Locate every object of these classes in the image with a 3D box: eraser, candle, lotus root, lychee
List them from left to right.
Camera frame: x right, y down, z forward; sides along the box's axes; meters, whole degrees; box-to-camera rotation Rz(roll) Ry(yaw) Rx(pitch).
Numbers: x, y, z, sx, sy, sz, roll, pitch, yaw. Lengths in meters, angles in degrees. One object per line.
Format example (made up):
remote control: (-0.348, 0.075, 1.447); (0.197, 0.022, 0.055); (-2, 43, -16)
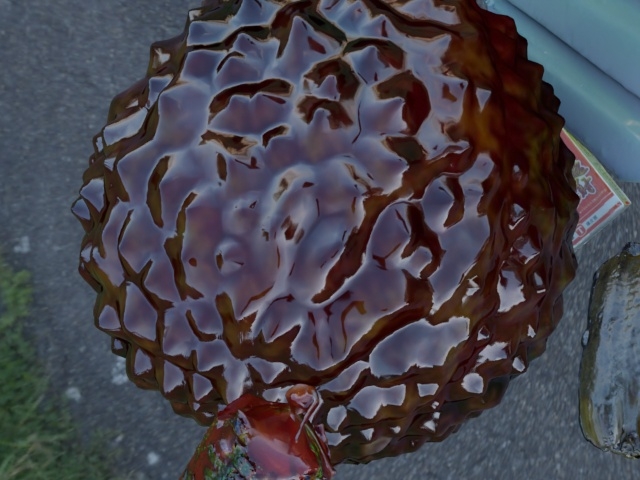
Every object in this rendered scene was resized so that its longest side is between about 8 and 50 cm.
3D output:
candle: (-0.032, 0.102, 0.335); (0.052, 0.052, 0.130); (39, 121, 11)
lychee: (0.000, 0.000, 0.726); (0.424, 0.424, 0.500); (9, 81, 18)
eraser: (0.360, -0.097, 1.367); (0.157, 0.038, 0.230); (-50, 63, 39)
lotus root: (0.450, 0.138, 1.197); (0.167, 0.078, 0.329); (8, 60, 6)

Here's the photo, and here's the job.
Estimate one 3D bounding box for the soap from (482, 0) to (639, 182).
soap: (0.288, -0.206, 0.713); (0.156, 0.446, 0.261); (-7, 125, -16)
